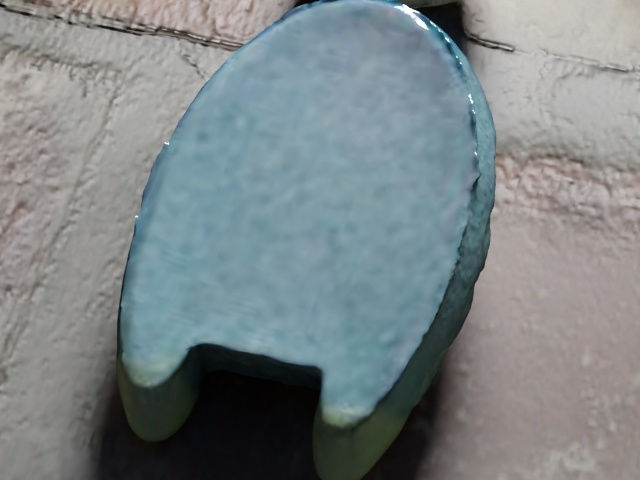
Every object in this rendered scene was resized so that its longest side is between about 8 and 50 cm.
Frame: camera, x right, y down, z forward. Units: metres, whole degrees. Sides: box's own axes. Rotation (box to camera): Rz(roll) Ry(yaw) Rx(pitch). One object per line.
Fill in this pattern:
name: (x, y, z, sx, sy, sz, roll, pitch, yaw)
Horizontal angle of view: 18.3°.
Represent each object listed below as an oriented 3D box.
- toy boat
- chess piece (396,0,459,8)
toy boat: (0.000, 0.000, 1.260, 0.215, 0.123, 0.330, 9, 64, 13)
chess piece: (0.069, -0.319, 1.490, 0.139, 0.124, 0.307, -14, 45, 24)
